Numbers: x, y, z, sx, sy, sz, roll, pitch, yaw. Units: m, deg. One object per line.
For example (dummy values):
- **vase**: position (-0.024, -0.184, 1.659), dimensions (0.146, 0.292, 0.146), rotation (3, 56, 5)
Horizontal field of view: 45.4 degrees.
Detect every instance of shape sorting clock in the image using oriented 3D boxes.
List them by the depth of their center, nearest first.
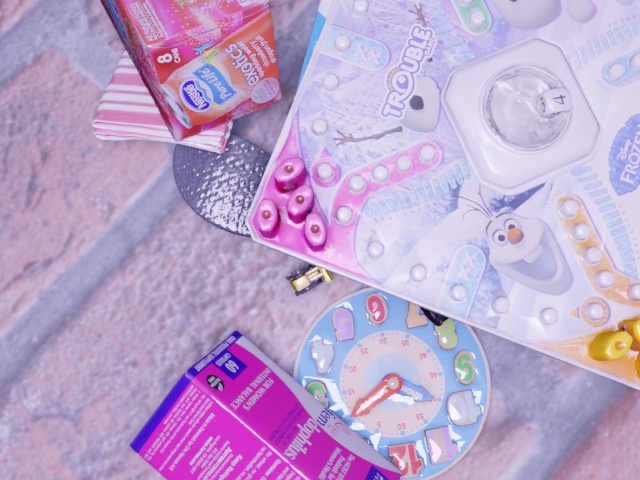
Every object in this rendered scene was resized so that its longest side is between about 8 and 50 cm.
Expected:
- **shape sorting clock**: position (0.074, 0.148, 0.794), dimensions (0.206, 0.040, 0.206), rotation (0, 79, -2)

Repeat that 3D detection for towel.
- **towel**: position (-0.147, -0.179, 0.824), dimensions (0.144, 0.029, 0.197), rotation (8, 57, 8)

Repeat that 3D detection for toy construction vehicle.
- **toy construction vehicle**: position (0.000, 0.000, 0.786), dimensions (0.098, 0.035, 0.086), rotation (-28, 94, -6)

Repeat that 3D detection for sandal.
- **sandal**: position (-0.043, -0.037, 0.827), dimensions (0.254, 0.054, 0.097), rotation (24, 87, -6)

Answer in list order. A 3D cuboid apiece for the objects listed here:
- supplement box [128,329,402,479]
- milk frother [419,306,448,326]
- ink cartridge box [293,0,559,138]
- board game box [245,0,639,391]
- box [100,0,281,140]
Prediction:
- **supplement box**: position (-0.048, 0.209, 0.726), dimensions (0.220, 0.111, 0.114), rotation (40, 113, 5)
- **milk frother**: position (0.137, -0.013, 0.762), dimensions (0.134, 0.143, 0.129), rotation (-29, 52, -7)
- **ink cartridge box**: position (0.105, -0.170, 0.789), dimensions (0.232, 0.168, 0.171), rotation (15, 80, 1)
- **board game box**: position (0.181, -0.116, 0.672), dimensions (0.389, 0.050, 0.390), rotation (21, 82, 1)
- **box**: position (-0.148, -0.243, 0.772), dimensions (0.122, 0.128, 0.257), rotation (-24, 58, -13)
